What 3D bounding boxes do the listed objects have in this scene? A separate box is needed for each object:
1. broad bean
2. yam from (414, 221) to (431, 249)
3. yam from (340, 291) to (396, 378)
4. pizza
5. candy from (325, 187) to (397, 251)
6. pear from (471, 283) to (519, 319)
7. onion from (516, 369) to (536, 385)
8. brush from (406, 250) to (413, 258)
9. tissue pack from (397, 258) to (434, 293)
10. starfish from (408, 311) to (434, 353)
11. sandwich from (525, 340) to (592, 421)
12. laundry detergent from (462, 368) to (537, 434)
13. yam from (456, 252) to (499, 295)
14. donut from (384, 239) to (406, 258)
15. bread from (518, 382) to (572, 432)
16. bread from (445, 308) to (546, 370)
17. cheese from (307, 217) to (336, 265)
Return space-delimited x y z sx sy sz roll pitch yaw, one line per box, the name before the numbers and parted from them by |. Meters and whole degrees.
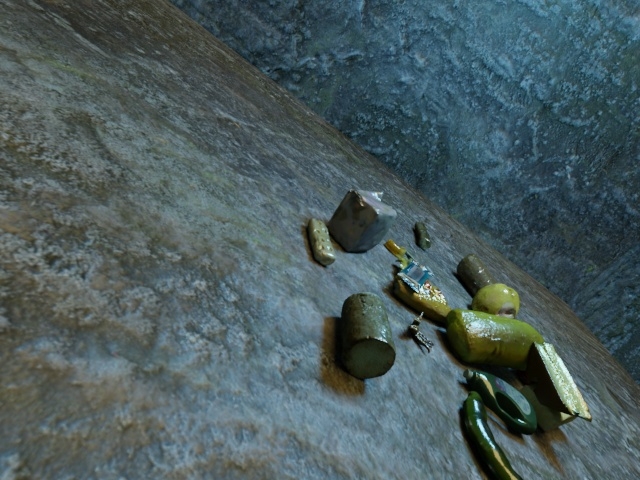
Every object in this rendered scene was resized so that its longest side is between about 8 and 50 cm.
broad bean | 0.378 0.451 0.905 0.144 0.049 0.292 28 25 -42
yam | 0.488 -0.026 2.020 0.061 0.061 0.253 36 21 -7
yam | 0.094 0.186 0.884 0.107 0.107 0.194 34 21 -14
pizza | 0.312 0.134 1.384 0.280 0.075 0.287 27 26 -30
candy | 0.135 -0.067 1.354 0.137 0.185 0.195 44 21 24
pear | 0.686 0.248 1.644 0.178 0.178 0.178 33 22 -15
onion | 0.724 0.439 1.433 0.150 0.140 0.150 4 63 -7
brush | 0.351 0.053 1.700 0.016 0.013 0.083 34 14 -27
tissue pack | 0.290 0.109 1.294 0.085 0.028 0.138 41 33 15
starfish | 0.267 0.241 1.149 0.133 0.041 0.130 61 21 -18
sandwich | 0.653 0.406 1.192 0.090 0.088 0.244 15 37 -11
laundry detergent | 0.461 0.408 1.098 0.211 0.063 0.137 36 28 -8
yam | 0.705 0.176 1.877 0.129 0.128 0.238 67 0 -48
donut | 0.287 0.029 1.607 0.083 0.038 0.067 48 26 16
bread | 0.678 0.484 1.249 0.188 0.068 0.125 5 40 -37
bread | 0.550 0.301 1.292 0.383 0.112 0.166 16 47 -26
cheese | 0.000 0.000 1.188 0.065 0.043 0.194 31 23 -24
